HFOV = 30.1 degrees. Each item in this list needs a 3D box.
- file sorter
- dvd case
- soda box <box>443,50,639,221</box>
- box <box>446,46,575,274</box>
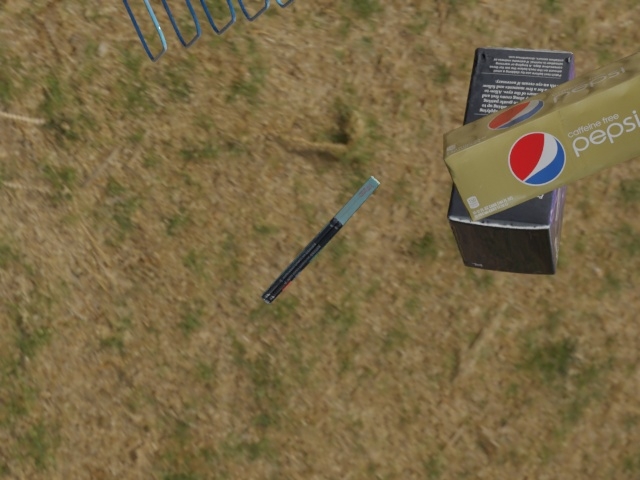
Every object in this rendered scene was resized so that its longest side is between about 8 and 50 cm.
[{"bbox_3d":[-0.119,-0.269,1.245,0.170,0.118,0.104,-25,96,-14],"label":"file sorter"},{"bbox_3d":[0.000,0.000,1.047,0.013,0.087,0.119,44,127,-1],"label":"dvd case"},{"bbox_3d":[0.184,-0.080,0.875,0.181,0.061,0.058,-23,108,15],"label":"soda box"},{"bbox_3d":[0.213,-0.084,1.294,0.153,0.108,0.207,56,43,-67],"label":"box"}]
